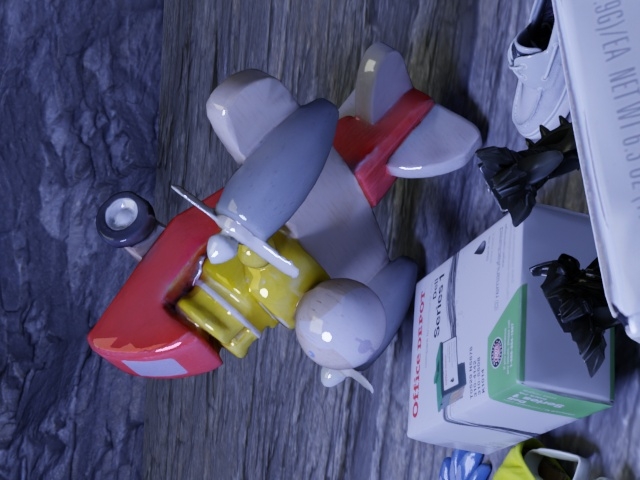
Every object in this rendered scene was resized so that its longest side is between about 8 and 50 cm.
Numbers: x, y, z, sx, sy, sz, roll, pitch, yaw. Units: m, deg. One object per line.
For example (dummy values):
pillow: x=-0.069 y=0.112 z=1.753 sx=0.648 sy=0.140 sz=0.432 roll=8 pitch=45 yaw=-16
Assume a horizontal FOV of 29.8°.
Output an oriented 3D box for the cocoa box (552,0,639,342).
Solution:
cocoa box: x=0.240 y=-0.071 z=0.443 sx=0.228 sy=0.347 sz=0.231 roll=-15 pitch=70 yaw=25

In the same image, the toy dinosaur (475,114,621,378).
toy dinosaur: x=0.236 y=-0.033 z=0.797 sx=0.164 sy=0.218 sz=0.322 roll=62 pitch=-174 yaw=7

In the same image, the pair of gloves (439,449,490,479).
pair of gloves: x=0.162 y=0.299 z=1.187 sx=0.198 sy=0.023 sz=0.159 roll=-135 pitch=45 yaw=-62

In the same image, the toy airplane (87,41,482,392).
toy airplane: x=0.000 y=0.000 z=1.177 sx=0.272 sy=0.386 sz=0.384 roll=58 pitch=135 yaw=33

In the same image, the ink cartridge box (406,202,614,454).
ink cartridge box: x=0.160 y=0.084 z=1.042 sx=0.219 sy=0.092 sz=0.160 roll=135 pitch=145 yaw=-61

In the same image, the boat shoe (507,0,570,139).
boat shoe: x=0.192 y=-0.164 z=1.021 sx=0.184 sy=0.063 sz=0.066 roll=111 pitch=149 yaw=-44

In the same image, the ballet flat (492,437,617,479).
ballet flat: x=0.213 y=0.222 z=0.991 sx=0.077 sy=0.077 sz=0.231 roll=-66 pitch=22 yaw=2
